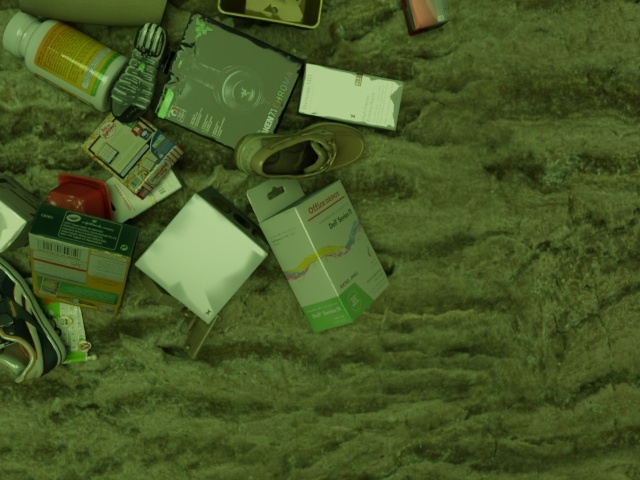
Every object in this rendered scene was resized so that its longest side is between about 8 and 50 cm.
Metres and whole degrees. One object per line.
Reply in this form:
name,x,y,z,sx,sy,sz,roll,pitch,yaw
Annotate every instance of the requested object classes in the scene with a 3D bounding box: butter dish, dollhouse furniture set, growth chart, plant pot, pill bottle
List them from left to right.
growth chart,-0.654,0.196,1.532,0.171,0.021,0.238,-13,97,0
pill bottle,-0.560,-0.402,1.397,0.245,0.136,0.136,28,95,-6
butter dish,-0.558,-0.057,1.419,0.160,0.118,0.160,12,118,24
plant pot,-0.464,-0.567,1.347,0.273,0.256,0.257,14,97,-22
dollhouse furniture set,-0.354,0.176,1.482,0.151,0.144,0.123,25,98,-42
plant pot,-0.095,-0.567,1.372,0.212,0.187,0.213,8,97,-3

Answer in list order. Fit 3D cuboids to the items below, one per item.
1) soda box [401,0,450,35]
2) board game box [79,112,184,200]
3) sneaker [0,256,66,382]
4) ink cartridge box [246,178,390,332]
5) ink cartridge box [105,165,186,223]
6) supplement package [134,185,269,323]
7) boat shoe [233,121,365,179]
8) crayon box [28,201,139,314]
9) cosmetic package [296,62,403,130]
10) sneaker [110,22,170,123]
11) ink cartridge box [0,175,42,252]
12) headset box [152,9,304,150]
soda box,0.215,-0.611,1.429,0.083,0.092,0.264,-16,98,1
board game box,-0.427,-0.206,1.426,0.193,0.045,0.147,39,85,19
sneaker,-0.723,0.176,1.444,0.126,0.127,0.321,-34,93,31
ink cartridge box,0.000,0.000,1.434,0.119,0.207,0.354,-21,100,38
ink cartridge box,-0.422,-0.123,1.478,0.181,0.061,0.104,-31,96,1
supplement package,-0.247,0.021,1.405,0.199,0.263,0.198,41,94,-8
boat shoe,-0.021,-0.185,1.394,0.340,0.110,0.122,-15,121,-35
crayon box,-0.529,0.051,1.404,0.203,0.323,0.083,15,57,-15
cosmetic package,0.067,-0.329,1.464,0.230,0.085,0.118,8,97,-5
sneaker,-0.389,-0.373,1.418,0.086,0.132,0.229,27,107,-7
ink cartridge box,-0.697,-0.063,1.395,0.158,0.218,0.092,41,89,-7
headset box,-0.211,-0.344,1.425,0.282,0.131,0.247,24,95,-5
